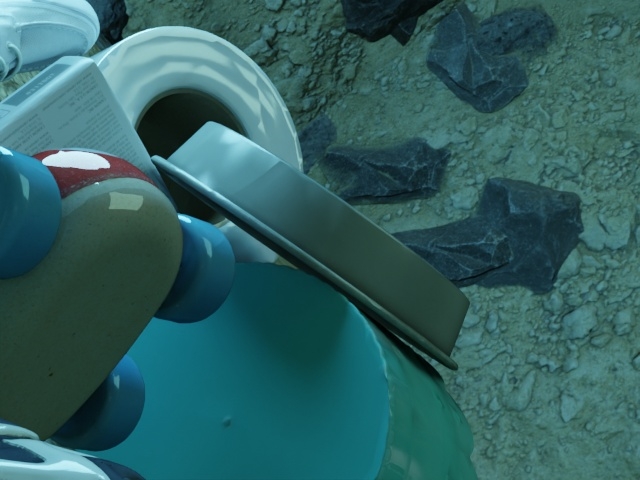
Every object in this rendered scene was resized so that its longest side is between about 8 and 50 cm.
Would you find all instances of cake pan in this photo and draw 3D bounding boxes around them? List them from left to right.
[{"bbox_3d":[0.000,0.000,1.049,0.293,0.054,0.293,35,-3,2],"label":"cake pan"}]

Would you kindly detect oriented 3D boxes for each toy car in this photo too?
[{"bbox_3d":[-0.223,-0.001,0.856,0.238,0.210,0.219,40,10,30],"label":"toy car"}]

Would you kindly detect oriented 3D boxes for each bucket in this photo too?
[{"bbox_3d":[-0.035,0.158,0.978,0.281,0.281,0.183,55,4,31],"label":"bucket"}]

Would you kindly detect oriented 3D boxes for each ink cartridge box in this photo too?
[{"bbox_3d":[-0.205,0.001,1.055,0.066,0.189,0.232,14,-42,45],"label":"ink cartridge box"}]

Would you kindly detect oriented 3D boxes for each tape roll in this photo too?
[{"bbox_3d":[-0.161,-0.059,1.226,0.169,0.246,0.246,-13,-57,49],"label":"tape roll"}]

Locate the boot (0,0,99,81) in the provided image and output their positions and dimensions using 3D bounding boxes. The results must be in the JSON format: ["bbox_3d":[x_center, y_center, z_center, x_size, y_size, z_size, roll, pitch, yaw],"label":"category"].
[{"bbox_3d":[-0.300,-0.146,1.150,0.123,0.258,0.095,61,-35,30],"label":"boot"}]

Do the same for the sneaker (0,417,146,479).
[{"bbox_3d":[-0.139,0.138,0.548,0.153,0.094,0.235,8,2,15],"label":"sneaker"}]
